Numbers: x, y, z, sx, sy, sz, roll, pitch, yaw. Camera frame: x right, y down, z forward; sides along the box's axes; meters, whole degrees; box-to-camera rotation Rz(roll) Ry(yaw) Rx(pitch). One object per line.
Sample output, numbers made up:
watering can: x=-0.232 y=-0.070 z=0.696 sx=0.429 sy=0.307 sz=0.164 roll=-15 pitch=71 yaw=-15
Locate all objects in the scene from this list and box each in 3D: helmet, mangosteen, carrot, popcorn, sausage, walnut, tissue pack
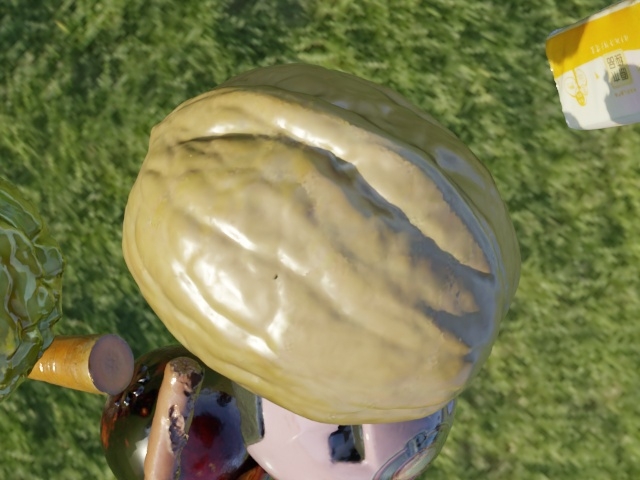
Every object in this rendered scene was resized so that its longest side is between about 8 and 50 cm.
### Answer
helmet: x=0.037 y=0.128 z=1.114 sx=0.198 sy=0.154 sz=0.253 roll=-34 pitch=124 yaw=-19
mangosteen: x=-0.135 y=0.204 z=1.413 sx=0.200 sy=0.200 sz=0.199 roll=-19 pitch=127 yaw=-27
carrot: x=-0.282 y=0.120 z=1.375 sx=0.061 sy=0.210 sz=0.061 roll=0 pitch=90 yaw=-51
popcorn: x=-0.301 y=0.045 z=1.009 sx=0.221 sy=0.184 sz=0.204 roll=-23 pitch=104 yaw=-22
sausage: x=-0.132 y=0.168 z=1.169 sx=0.042 sy=0.036 sz=0.158 roll=-14 pitch=129 yaw=-46
walnut: x=0.000 y=0.000 z=0.872 sx=0.225 sy=0.261 sz=0.225 roll=-56 pitch=176 yaw=-6
tissue pack: x=0.360 y=-0.193 z=1.326 sx=0.185 sy=0.225 sz=0.124 roll=-20 pitch=93 yaw=-20
